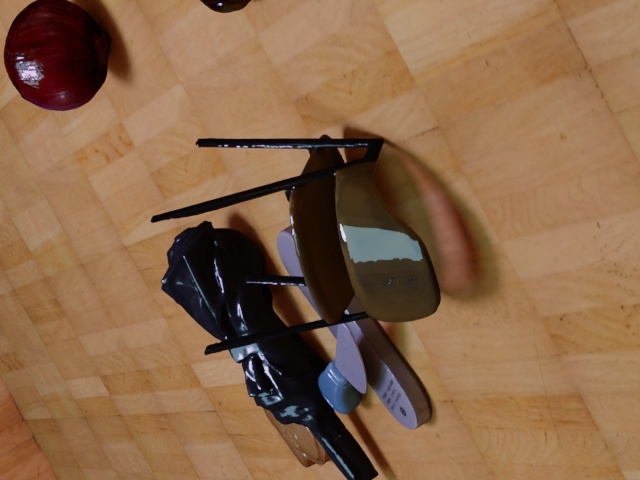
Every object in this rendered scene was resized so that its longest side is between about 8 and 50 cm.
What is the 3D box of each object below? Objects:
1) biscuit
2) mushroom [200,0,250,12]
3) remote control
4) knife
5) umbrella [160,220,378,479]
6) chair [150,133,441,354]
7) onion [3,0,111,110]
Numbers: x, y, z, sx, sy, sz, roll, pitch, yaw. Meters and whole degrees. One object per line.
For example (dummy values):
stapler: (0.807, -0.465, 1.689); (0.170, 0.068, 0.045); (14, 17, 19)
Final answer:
biscuit: (-0.030, 0.221, 2.136); (0.140, 0.023, 0.118); (31, 144, 50)
mushroom: (-0.104, -0.261, 1.637); (0.123, 0.052, 0.123); (52, 161, 26)
remote control: (0.032, 0.086, 1.826); (0.245, 0.022, 0.077); (53, 160, 15)
knife: (0.028, 0.132, 1.832); (0.058, 0.032, 0.244); (56, 167, 12)
umbrella: (-0.049, 0.127, 1.975); (0.340, 0.118, 0.118); (52, 158, 3)
chair: (0.000, 0.000, 1.614); (0.247, 0.172, 0.159); (-7, 120, 20)
onion: (-0.296, -0.210, 2.041); (0.131, 0.131, 0.131); (47, 156, 29)
